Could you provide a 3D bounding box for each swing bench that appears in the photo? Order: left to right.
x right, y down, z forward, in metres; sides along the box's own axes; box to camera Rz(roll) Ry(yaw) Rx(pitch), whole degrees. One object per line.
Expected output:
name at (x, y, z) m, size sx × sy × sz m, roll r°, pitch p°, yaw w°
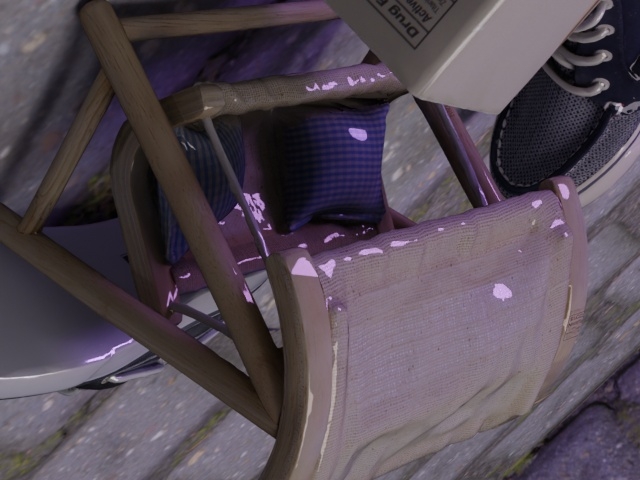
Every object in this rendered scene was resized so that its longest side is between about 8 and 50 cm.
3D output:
swing bench at (0.000, 0.000, 0.905) m, size 0.253 × 0.255 × 0.165 m, roll -16°, pitch 148°, yaw -49°

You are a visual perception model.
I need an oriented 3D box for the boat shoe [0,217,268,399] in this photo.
boat shoe at (-0.141, 0.046, 0.978) m, size 0.301 × 0.108 × 0.102 m, roll -25°, pitch 153°, yaw -52°

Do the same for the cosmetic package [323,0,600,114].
cosmetic package at (0.118, -0.228, 0.795) m, size 0.309 × 0.160 × 0.113 m, roll -48°, pitch 159°, yaw 20°

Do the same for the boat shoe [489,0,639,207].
boat shoe at (0.186, -0.157, 1.133) m, size 0.158 × 0.127 × 0.340 m, roll -4°, pitch 131°, yaw -48°
